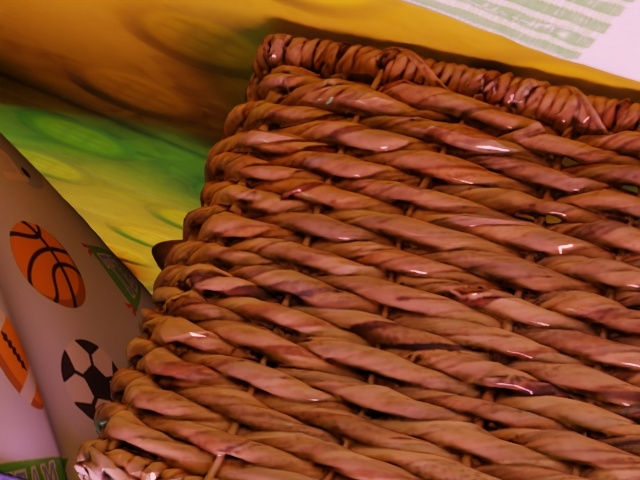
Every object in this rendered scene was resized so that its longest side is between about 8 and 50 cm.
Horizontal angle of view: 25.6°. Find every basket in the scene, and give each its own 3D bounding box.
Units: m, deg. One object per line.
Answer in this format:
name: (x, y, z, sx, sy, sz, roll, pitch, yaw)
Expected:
basket: (0.084, 0.077, 0.611, 0.299, 0.223, 0.213, 12, 151, 16)

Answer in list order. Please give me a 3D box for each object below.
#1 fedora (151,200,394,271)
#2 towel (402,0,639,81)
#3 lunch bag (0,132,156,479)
fedora: (0.000, 0.000, 0.825, 0.194, 0.079, 0.194, 8, 166, 2)
towel: (0.161, -0.072, 0.385, 0.324, 0.038, 0.248, 21, 167, -14)
lunch bag: (-0.236, 0.040, 0.712, 0.385, 0.239, 0.328, 38, 180, 26)
